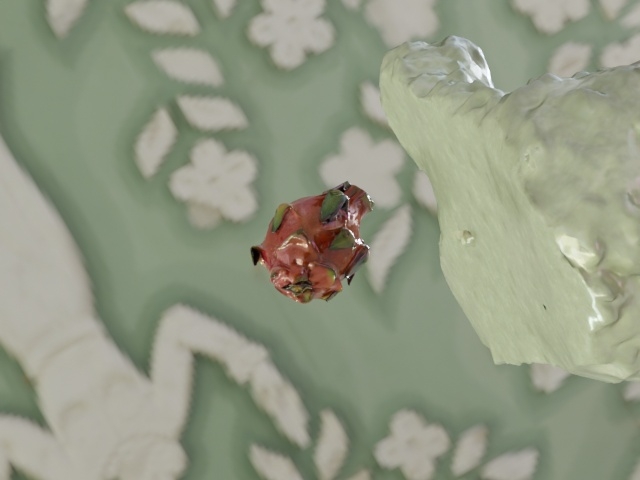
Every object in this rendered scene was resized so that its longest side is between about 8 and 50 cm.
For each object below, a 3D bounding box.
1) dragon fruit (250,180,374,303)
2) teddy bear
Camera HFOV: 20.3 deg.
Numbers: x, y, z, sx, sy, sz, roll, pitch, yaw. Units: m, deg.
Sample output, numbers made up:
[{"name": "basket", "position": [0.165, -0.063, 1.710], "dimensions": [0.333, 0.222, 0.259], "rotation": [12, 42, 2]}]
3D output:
[{"name": "dragon fruit", "position": [0.000, -0.002, 1.451], "dimensions": [0.081, 0.086, 0.116], "rotation": [20, -110, 43]}, {"name": "teddy bear", "position": [0.268, -0.055, 1.044], "dimensions": [0.362, 0.327, 0.375], "rotation": [-22, -166, -7]}]
